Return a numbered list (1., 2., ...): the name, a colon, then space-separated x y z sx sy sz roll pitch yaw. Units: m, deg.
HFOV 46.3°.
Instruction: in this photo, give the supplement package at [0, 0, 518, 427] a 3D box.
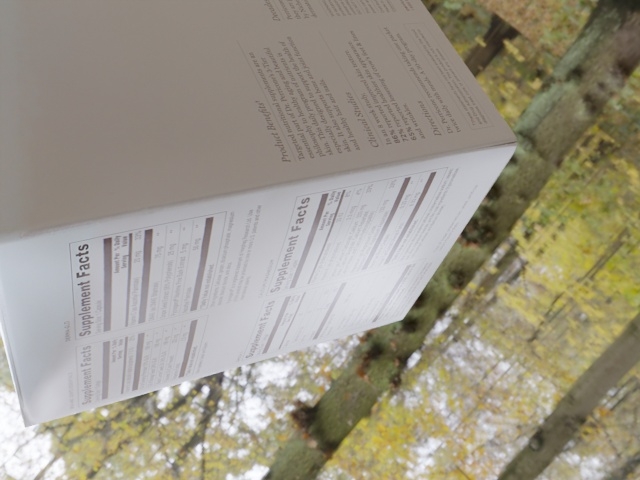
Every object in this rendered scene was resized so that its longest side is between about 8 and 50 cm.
1. supplement package: -0.072 -0.048 0.456 0.263 0.198 0.199 -13 -120 -24
